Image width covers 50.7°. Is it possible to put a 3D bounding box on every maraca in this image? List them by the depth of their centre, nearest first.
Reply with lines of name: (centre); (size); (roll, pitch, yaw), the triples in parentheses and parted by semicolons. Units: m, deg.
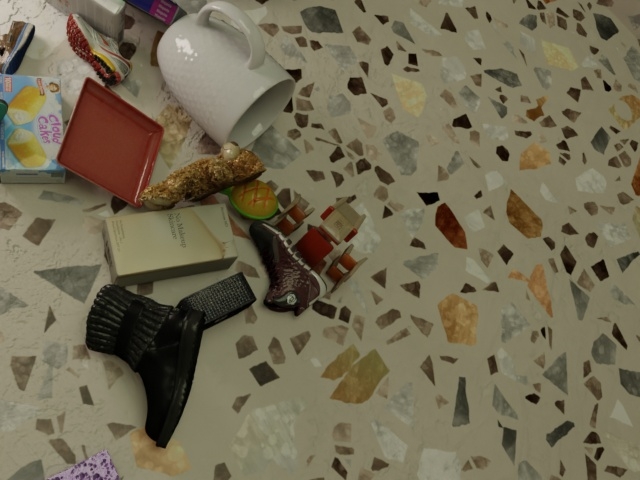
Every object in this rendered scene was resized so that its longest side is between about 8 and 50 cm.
maraca: (-0.201, -0.127, 1.872); (0.185, 0.099, 0.127); (37, 49, 10)

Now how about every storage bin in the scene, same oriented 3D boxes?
storage bin: (-0.267, 0.163, 1.713); (0.180, 0.122, 0.084); (-26, 82, -29)

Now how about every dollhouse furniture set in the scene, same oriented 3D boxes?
dollhouse furniture set: (0.000, 0.000, 1.818); (0.262, 0.259, 0.135); (44, 50, -1)

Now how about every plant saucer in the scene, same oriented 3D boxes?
plant saucer: (-0.544, -0.245, 1.742); (0.258, 0.047, 0.259); (33, 56, -42)

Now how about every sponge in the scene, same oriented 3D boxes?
sponge: (-0.548, 0.563, 1.486); (0.210, 0.031, 0.117); (-22, 80, -29)

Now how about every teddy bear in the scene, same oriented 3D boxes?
teddy bear: (-0.314, -0.168, 1.749); (0.337, 0.245, 0.113); (-23, 90, -5)

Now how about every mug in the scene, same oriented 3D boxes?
mug: (-0.262, -0.475, 1.822); (0.328, 0.374, 0.276); (44, 56, 6)

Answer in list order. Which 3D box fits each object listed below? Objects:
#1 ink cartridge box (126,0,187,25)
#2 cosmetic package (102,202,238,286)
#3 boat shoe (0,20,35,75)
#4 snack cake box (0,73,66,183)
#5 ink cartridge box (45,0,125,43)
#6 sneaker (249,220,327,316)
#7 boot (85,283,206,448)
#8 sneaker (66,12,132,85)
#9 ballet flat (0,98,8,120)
ink cartridge box: (-0.532, -0.687, 1.831); (0.324, 0.330, 0.072); (28, 100, -11)
cosmetic package: (-0.385, 0.010, 1.728); (0.309, 0.113, 0.160); (-11, 75, -26)
boat shoe: (-0.814, -0.505, 1.771); (0.066, 0.066, 0.183); (18, 54, -12)
snack cake box: (-0.728, -0.279, 1.702); (0.152, 0.089, 0.265); (-3, 72, -24)
ink cartridge box: (-0.638, -0.643, 1.827); (0.224, 0.181, 0.056); (34, 70, -7)
sneaker: (-0.123, 0.088, 1.819); (0.281, 0.106, 0.162); (46, 63, -2)
boot: (-0.428, 0.292, 1.581); (0.260, 0.131, 0.348); (12, 89, -1)
sneaker: (-0.613, -0.531, 1.863); (0.225, 0.088, 0.093); (51, 49, -6)
ballet flat: (-0.828, -0.286, 1.620); (0.074, 0.203, 0.074); (44, 20, -20)
